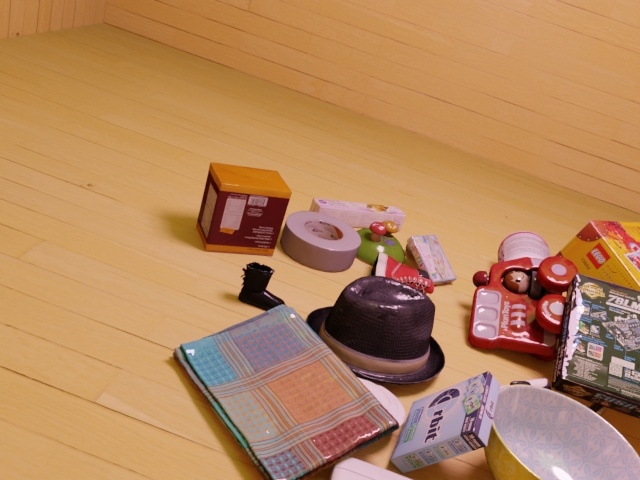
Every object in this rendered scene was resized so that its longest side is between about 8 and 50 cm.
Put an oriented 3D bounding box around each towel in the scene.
[{"bbox_3d":[-0.071,0.266,1.174,0.271,0.040,0.370,-18,40,-31],"label":"towel"}]

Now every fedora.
[{"bbox_3d":[0.141,0.178,1.422,0.334,0.152,0.334,15,23,-6],"label":"fedora"}]

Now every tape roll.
[{"bbox_3d":[0.000,0.000,1.788,0.219,0.072,0.219,14,27,-7],"label":"tape roll"}]

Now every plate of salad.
[{"bbox_3d":[0.064,0.318,1.230,0.200,0.048,0.200,13,16,-4],"label":"plate of salad"}]

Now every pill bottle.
[{"bbox_3d":[0.617,0.091,1.923,0.160,0.160,0.283,22,25,6],"label":"pill bottle"}]

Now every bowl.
[{"bbox_3d":[0.410,0.414,1.146,0.289,0.156,0.289,15,26,-7],"label":"bowl"}]

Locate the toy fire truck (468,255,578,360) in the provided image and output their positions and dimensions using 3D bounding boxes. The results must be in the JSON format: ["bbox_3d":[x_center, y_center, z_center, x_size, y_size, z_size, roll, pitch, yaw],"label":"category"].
[{"bbox_3d":[0.521,0.160,1.662,0.254,0.169,0.302,9,50,10],"label":"toy fire truck"}]

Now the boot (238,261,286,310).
[{"bbox_3d":[-0.128,0.105,1.461,0.121,0.099,0.045,17,27,-4],"label":"boot"}]

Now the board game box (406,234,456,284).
[{"bbox_3d":[0.326,0.056,1.872,0.103,0.026,0.154,-3,61,-38],"label":"board game box"}]

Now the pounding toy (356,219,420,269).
[{"bbox_3d":[0.204,-0.002,1.887,0.237,0.110,0.183,17,26,-4],"label":"pounding toy"}]

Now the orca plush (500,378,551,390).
[{"bbox_3d":[0.363,0.355,1.303,0.287,0.151,0.102,3,61,-35],"label":"orca plush"}]

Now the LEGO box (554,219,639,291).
[{"bbox_3d":[0.920,0.195,1.727,0.372,0.193,0.500,0,49,-33],"label":"LEGO box"}]

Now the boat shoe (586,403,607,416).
[{"bbox_3d":[0.569,0.386,1.406,0.206,0.075,0.065,-15,44,-42],"label":"boat shoe"}]

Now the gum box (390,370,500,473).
[{"bbox_3d":[0.226,0.327,1.147,0.041,0.184,0.157,49,36,-7],"label":"gum box"}]

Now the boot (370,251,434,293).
[{"bbox_3d":[0.219,0.118,1.693,0.176,0.088,0.244,22,22,3],"label":"boot"}]

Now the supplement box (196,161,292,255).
[{"bbox_3d":[-0.203,-0.080,1.667,0.191,0.194,0.129,5,29,-27],"label":"supplement box"}]

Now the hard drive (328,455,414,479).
[{"bbox_3d":[0.099,0.483,0.926,0.233,0.047,0.353,20,26,3],"label":"hard drive"}]

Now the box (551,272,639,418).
[{"bbox_3d":[0.697,0.245,1.444,0.296,0.073,0.293,17,54,9],"label":"box"}]

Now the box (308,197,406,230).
[{"bbox_3d":[0.121,-0.082,2.042,0.324,0.067,0.063,3,29,-27],"label":"box"}]
